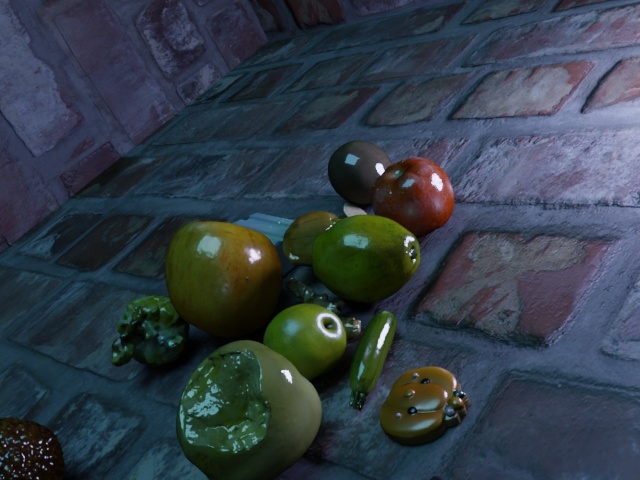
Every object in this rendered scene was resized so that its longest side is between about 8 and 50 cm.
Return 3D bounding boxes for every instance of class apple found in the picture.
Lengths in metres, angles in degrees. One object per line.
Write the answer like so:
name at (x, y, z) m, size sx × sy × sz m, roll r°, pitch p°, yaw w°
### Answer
apple at (-0.242, 0.096, 1.762) m, size 0.299 × 0.299 × 0.274 m, roll 4°, pitch 86°, yaw 45°
apple at (-0.138, 0.326, 1.345) m, size 0.279 × 0.279 × 0.279 m, roll -21°, pitch 29°, yaw 13°

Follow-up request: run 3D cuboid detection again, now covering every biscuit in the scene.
biscuit at (0.002, -0.004, 1.870) m, size 0.203 × 0.041 × 0.260 m, roll 31°, pitch 42°, yaw 22°
biscuit at (0.189, 0.297, 1.306) m, size 0.170 × 0.050 × 0.170 m, roll -21°, pitch 30°, yaw 13°

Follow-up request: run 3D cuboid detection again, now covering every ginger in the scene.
ginger at (0.004, 0.158, 1.675) m, size 0.089 × 0.075 × 0.288 m, roll -54°, pitch 36°, yaw 0°

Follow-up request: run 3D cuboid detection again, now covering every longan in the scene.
longan at (0.115, -0.196, 2.038) m, size 0.198 × 0.198 × 0.212 m, roll -29°, pitch 25°, yaw -2°

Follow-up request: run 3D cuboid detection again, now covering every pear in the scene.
pear at (0.101, 0.041, 1.642) m, size 0.269 × 0.212 × 0.212 m, roll -1°, pitch 38°, yaw 32°
pear at (-0.046, 0.232, 1.521) m, size 0.216 × 0.166 × 0.180 m, roll -49°, pitch -9°, yaw 32°

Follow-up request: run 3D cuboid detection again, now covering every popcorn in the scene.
popcorn at (-0.436, 0.241, 1.801) m, size 0.213 × 0.197 × 0.198 m, roll -21°, pitch 18°, yaw -40°

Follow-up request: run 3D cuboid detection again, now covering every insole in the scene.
insole at (0.113, -0.049, 1.927) m, size 0.248 × 0.081 × 0.011 m, roll -118°, pitch 46°, yaw -59°

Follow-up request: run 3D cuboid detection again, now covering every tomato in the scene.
tomato at (0.233, -0.101, 1.776) m, size 0.208 × 0.184 × 0.208 m, roll -28°, pitch 27°, yaw 16°

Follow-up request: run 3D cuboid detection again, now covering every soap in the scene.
soap at (-0.168, 0.012, 2.039) m, size 0.173 × 0.095 × 0.290 m, roll -41°, pitch 30°, yaw -25°

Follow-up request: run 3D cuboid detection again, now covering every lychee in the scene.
lychee at (-0.681, 0.515, 1.525) m, size 0.268 × 0.267 × 0.267 m, roll -21°, pitch 29°, yaw 13°

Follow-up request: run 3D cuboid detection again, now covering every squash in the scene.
squash at (0.105, 0.234, 1.465) m, size 0.066 × 0.066 × 0.252 m, roll -10°, pitch 34°, yaw 30°

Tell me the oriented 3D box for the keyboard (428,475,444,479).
keyboard at (0.219, 0.440, 1.076) m, size 0.094 × 0.025 × 0.230 m, roll -36°, pitch 29°, yaw -20°
